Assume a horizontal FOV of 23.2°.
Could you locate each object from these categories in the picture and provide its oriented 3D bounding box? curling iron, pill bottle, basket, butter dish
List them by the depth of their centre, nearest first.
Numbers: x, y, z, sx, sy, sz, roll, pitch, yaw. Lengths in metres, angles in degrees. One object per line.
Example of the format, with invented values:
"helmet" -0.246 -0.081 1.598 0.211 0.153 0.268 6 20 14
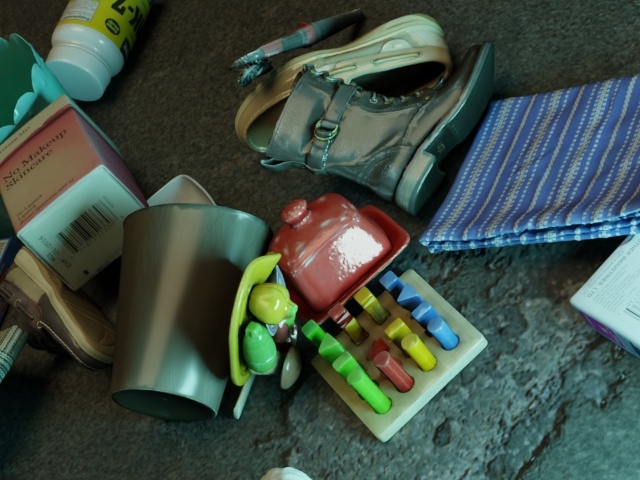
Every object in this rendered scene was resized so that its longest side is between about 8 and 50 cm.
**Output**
"butter dish" 0.000 0.000 1.831 0.160 0.118 0.160 -43 25 -1
"basket" -0.165 0.090 1.857 0.204 0.154 0.227 -8 63 35
"curling iron" -0.028 -0.266 2.063 0.068 0.035 0.274 -32 3 45
"pill bottle" -0.342 -0.325 2.396 0.119 0.119 0.208 -3 54 36

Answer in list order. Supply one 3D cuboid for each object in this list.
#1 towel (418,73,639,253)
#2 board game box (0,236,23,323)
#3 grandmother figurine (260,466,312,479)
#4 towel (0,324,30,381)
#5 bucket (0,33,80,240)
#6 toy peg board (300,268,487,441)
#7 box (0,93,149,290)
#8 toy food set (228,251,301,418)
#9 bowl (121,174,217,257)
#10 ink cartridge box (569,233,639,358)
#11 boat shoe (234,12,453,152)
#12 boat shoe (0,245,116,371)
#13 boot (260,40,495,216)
"towel" 0.278 -0.096 1.731 0.336 0.040 0.243 -7 45 45
"board game box" -0.533 0.080 2.245 0.210 0.047 0.160 -6 53 34
"grandmother figurine" -0.077 0.392 1.584 0.207 0.104 0.342 7 62 31
"towel" -0.548 0.243 2.023 0.324 0.056 0.312 -16 35 46
"bucket" -0.475 -0.143 2.292 0.281 0.183 0.281 -21 44 22
"toy peg board" 0.070 0.109 1.729 0.160 0.079 0.161 -43 41 -2
"box" -0.336 -0.068 2.087 0.148 0.127 0.232 -40 36 2
"toy food set" -0.051 0.107 1.771 0.071 0.218 0.128 14 53 11
"bowl" -0.191 -0.005 2.050 0.142 0.053 0.142 -42 40 -1
"ink cartridge box" 0.410 0.067 1.514 0.186 0.065 0.311 -47 38 -7
"boat shoe" 0.028 -0.185 2.000 0.302 0.109 0.098 -24 42 11
"boat shoe" -0.350 0.105 2.049 0.092 0.103 0.285 -52 41 3
"boot" 0.070 -0.167 1.899 0.229 0.091 0.263 25 74 23
